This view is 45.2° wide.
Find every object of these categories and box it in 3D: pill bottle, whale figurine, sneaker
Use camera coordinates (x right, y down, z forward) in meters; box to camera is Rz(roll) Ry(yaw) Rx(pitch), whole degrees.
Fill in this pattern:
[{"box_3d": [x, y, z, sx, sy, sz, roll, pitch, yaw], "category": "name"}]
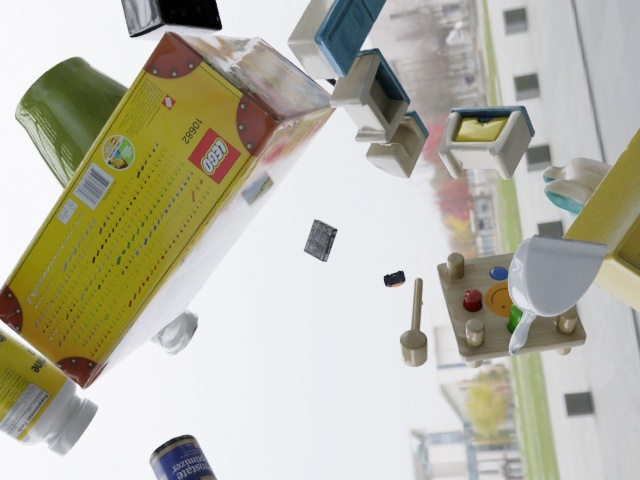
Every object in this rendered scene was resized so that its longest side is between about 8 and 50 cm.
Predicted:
[{"box_3d": [-0.292, 0.561, 1.738, 0.219, 0.122, 0.123, 53, 176, 31], "category": "pill bottle"}, {"box_3d": [0.534, -0.077, 1.535, 0.272, 0.216, 0.141, -16, -54, -51], "category": "whale figurine"}, {"box_3d": [-0.690, 0.349, 1.769, 0.334, 0.188, 0.188, 38, -153, -13], "category": "pill bottle"}, {"box_3d": [-0.406, 0.196, 1.853, 0.152, 0.305, 0.114, 35, -111, -33], "category": "sneaker"}]

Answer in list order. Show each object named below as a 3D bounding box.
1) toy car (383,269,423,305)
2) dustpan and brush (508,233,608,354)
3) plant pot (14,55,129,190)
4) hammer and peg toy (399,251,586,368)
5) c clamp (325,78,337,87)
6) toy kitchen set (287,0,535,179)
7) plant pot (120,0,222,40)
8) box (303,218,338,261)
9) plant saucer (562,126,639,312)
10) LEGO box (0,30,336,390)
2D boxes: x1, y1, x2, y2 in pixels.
[{"box_3d": [0.208, 0.129, 1.929, 0.122, 0.060, 0.040, 59, -177, 31], "category": "toy car"}, {"box_3d": [0.333, 0.089, 1.167, 0.060, 0.147, 0.211, -135, 55, -64], "category": "dustpan and brush"}, {"box_3d": [-0.568, -0.266, 1.963, 0.353, 0.366, 0.366, 45, -163, -2], "category": "plant pot"}, {"box_3d": [0.331, 0.129, 1.587, 0.127, 0.361, 0.266, 81, -178, -45], "category": "hammer and peg toy"}, {"box_3d": [0.065, -0.456, 2.153, 0.160, 0.022, 0.137, 32, -131, -22], "category": "c clamp"}, {"box_3d": [0.104, -0.170, 0.757, 0.207, 0.166, 0.122, 49, -123, -42], "category": "toy kitchen set"}, {"box_3d": [-0.375, -0.567, 1.838, 0.188, 0.166, 0.188, -11, -94, -50], "category": "plant pot"}, {"box_3d": [0.000, 0.000, 1.787, 0.018, 0.067, 0.083, 6, -74, -49], "category": "box"}, {"box_3d": [0.617, -0.020, 1.265, 0.333, 0.332, 0.081, -58, 11, 10], "category": "plant saucer"}, {"box_3d": [-0.224, -0.064, 1.197, 0.193, 0.500, 0.372, 40, -161, 2], "category": "LEGO box"}]
